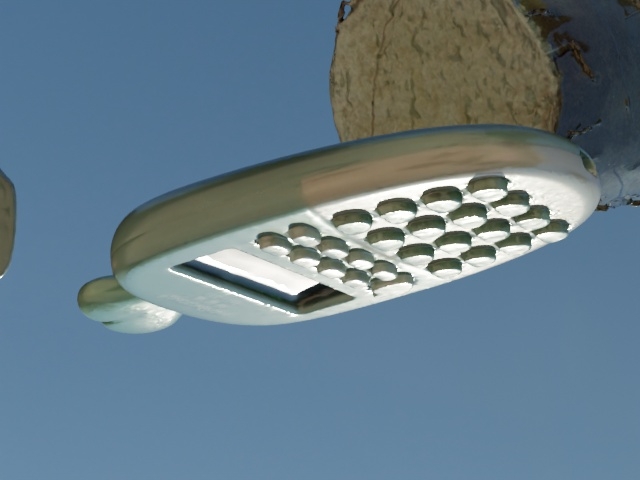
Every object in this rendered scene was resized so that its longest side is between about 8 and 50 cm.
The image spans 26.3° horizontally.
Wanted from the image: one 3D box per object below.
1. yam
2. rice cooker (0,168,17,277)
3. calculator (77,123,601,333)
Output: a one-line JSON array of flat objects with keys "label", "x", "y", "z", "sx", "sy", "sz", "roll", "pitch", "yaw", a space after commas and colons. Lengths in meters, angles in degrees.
[{"label": "yam", "x": 0.184, "y": -0.115, "z": 1.026, "sx": 0.241, "sy": 0.348, "sz": 0.241, "roll": 9, "pitch": -77, "yaw": 41}, {"label": "rice cooker", "x": -0.293, "y": -0.010, "z": 0.610, "sx": 0.316, "sy": 0.316, "sz": 0.264, "roll": 18, "pitch": -66, "yaw": 27}, {"label": "calculator", "x": 0.000, "y": 0.000, "z": 0.370, "sx": 0.153, "sy": 0.095, "sz": 0.021, "roll": -14, "pitch": -110, "yaw": 26}]
